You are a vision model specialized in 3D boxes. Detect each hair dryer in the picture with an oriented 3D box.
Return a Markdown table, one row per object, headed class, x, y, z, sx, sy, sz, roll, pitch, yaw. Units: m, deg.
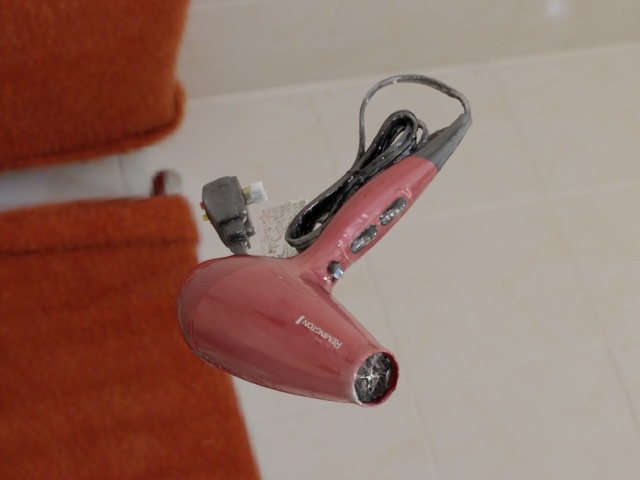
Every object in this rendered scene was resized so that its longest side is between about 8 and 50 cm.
| class | x | y | z | sx | sy | sz | roll | pitch | yaw |
| --- | --- | --- | --- | --- | --- | --- | --- | --- | --- |
| hair dryer | 0.000 | 0.000 | 0.901 | 0.080 | 0.224 | 0.293 | 45 | 25 | -35 |
